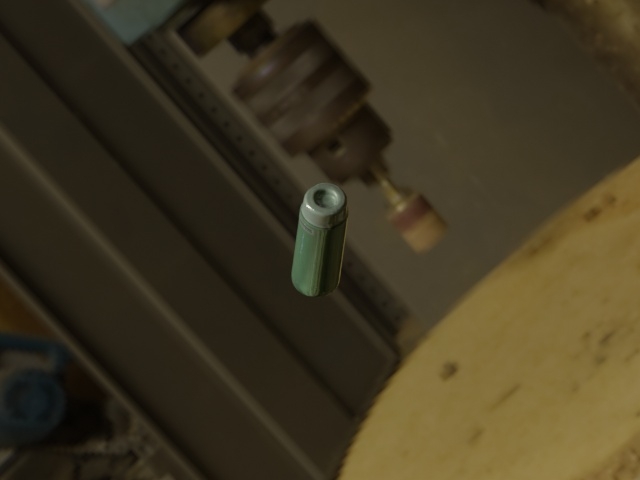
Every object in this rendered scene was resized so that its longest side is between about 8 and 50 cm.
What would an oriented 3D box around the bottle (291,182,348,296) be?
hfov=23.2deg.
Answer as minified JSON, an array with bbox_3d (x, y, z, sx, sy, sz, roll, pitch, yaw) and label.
[{"bbox_3d":[0.000,0.000,0.942,0.030,0.030,0.083,-48,-20,-32],"label":"bottle"}]
